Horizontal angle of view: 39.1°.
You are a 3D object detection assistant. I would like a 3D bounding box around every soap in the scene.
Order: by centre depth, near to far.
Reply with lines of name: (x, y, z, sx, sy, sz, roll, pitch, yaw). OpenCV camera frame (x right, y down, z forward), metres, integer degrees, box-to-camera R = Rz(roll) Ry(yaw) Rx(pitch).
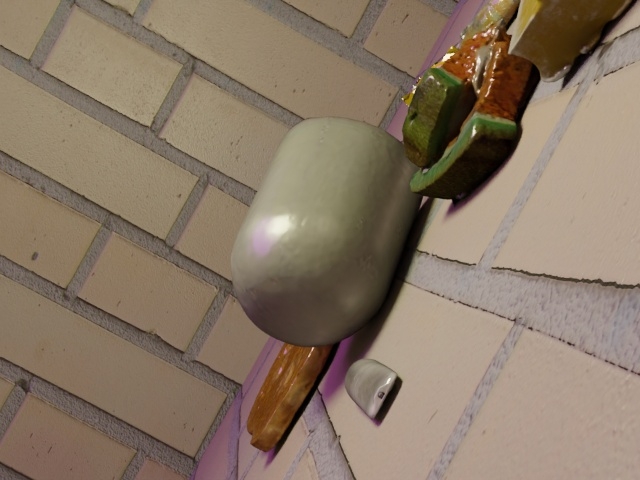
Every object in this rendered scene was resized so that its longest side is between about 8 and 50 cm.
soap: (0.369, -0.396, 1.248, 0.259, 0.143, 0.281, 121, 171, -46)

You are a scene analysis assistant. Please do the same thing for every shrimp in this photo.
shrimp: (0.388, -0.496, 2.028, 0.317, 0.077, 0.168, -51, 0, 40)

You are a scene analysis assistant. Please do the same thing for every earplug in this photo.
earplug: (0.000, 0.000, 1.676, 0.313, 0.312, 0.394, -55, 8, 46)

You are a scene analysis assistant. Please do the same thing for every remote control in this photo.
remote control: (0.067, 0.208, 1.320, 0.073, 0.044, 0.229, -58, 4, -4)

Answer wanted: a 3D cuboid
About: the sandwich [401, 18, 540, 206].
sandwich: (0.235, -0.228, 1.451, 0.301, 0.162, 0.250, -65, 10, -17)

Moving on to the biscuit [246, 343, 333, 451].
biscuit: (-0.044, 0.273, 1.986, 0.385, 0.062, 0.365, -61, 7, -1)

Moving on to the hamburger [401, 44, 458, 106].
hamburger: (0.248, -0.260, 1.670, 0.164, 0.093, 0.190, -37, 50, 22)
